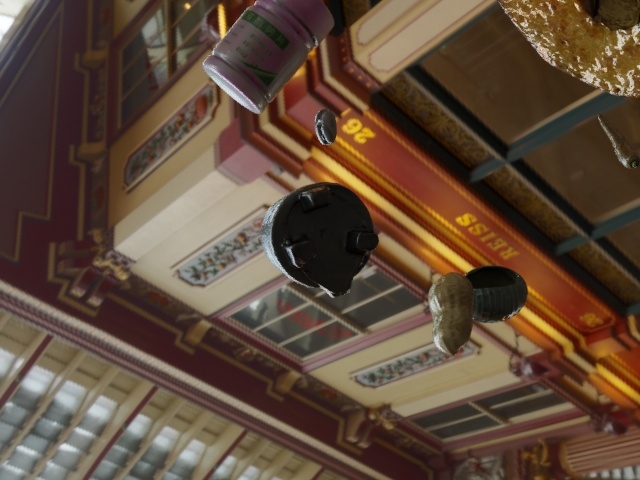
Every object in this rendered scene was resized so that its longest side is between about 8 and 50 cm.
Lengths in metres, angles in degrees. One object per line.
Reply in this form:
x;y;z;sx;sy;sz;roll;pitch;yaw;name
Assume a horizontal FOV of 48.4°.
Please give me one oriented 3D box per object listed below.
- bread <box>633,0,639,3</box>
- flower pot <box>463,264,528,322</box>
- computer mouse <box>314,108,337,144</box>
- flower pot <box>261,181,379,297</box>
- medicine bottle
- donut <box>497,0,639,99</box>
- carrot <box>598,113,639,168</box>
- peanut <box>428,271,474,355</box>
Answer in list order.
0.640;-0.503;1.462;0.336;0.328;0.148;6;-79;-34;bread
0.553;0.177;2.318;0.242;0.157;0.189;-3;-144;-13;flower pot
0.010;-0.304;1.900;0.039;0.066;0.096;-2;-92;-41;computer mouse
0.000;0.000;1.861;0.298;0.283;0.299;1;-92;-19;flower pot
-0.140;-0.528;1.925;0.212;0.325;0.212;40;177;2;medicine bottle
0.518;-0.428;1.219;0.164;0.435;0.378;-55;-24;-16;donut
0.814;-0.278;1.959;0.049;0.049;0.255;33;-148;-30;carrot
0.309;0.172;1.698;0.237;0.110;0.120;-75;-14;-46;peanut
